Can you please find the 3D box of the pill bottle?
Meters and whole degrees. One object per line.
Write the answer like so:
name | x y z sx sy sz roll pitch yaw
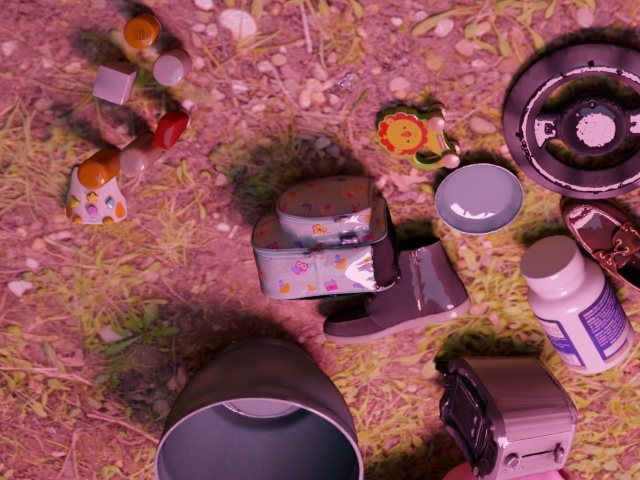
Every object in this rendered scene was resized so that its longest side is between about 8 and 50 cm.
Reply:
pill bottle | 0.351 0.086 1.889 0.112 0.112 0.186 -23 125 17

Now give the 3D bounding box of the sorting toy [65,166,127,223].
sorting toy | -0.305 -0.063 1.833 0.083 0.045 0.075 1 109 0

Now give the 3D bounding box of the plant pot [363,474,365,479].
plant pot | -0.010 0.421 2.134 0.165 0.167 0.167 -5 128 -4

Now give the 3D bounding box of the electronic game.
electronic game | 0.348 -0.151 1.742 0.229 0.048 0.229 5 125 7

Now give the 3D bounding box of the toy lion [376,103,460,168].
toy lion | 0.124 -0.133 1.774 0.096 0.034 0.100 -12 128 19

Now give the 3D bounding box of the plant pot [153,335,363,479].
plant pot | -0.086 0.264 1.981 0.293 0.196 0.293 0 129 0

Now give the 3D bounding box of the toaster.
toaster | 0.269 0.248 1.969 0.146 0.227 0.129 -1 119 -20

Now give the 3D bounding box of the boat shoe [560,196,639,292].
boat shoe | 0.411 0.010 1.854 0.207 0.073 0.073 32 123 -21

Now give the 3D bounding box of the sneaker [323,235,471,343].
sneaker | 0.091 0.065 1.911 0.222 0.083 0.118 -17 108 22

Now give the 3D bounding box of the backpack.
backpack | 0.000 0.000 1.794 0.188 0.166 0.144 -14 115 8

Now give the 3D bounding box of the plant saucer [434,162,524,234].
plant saucer | 0.213 -0.060 1.833 0.119 0.021 0.119 0 129 1

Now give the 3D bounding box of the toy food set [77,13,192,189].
toy food set | -0.222 -0.173 1.725 0.111 0.104 0.232 19 109 3

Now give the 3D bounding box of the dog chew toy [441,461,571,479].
dog chew toy | 0.235 0.427 2.054 0.206 0.206 0.332 37 119 -25
